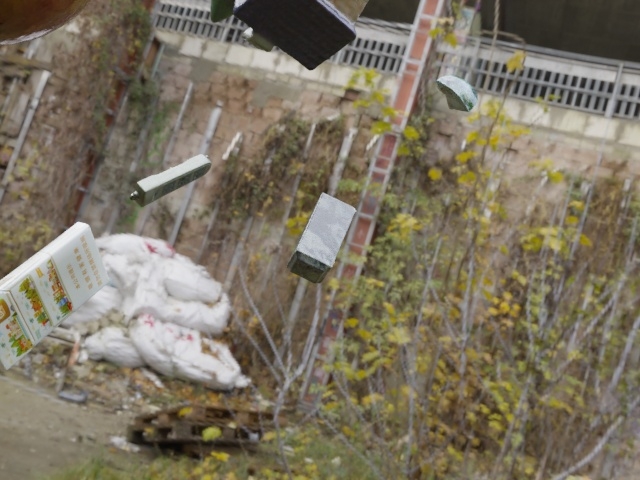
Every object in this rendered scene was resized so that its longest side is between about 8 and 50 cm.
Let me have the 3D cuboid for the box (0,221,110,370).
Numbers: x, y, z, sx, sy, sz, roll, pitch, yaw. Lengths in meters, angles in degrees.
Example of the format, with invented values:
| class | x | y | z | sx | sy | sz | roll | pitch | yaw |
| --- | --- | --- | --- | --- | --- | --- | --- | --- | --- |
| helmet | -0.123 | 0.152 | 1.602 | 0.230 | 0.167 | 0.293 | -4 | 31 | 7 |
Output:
| class | x | y | z | sx | sy | sz | roll | pitch | yaw |
| --- | --- | --- | --- | --- | --- | --- | --- | --- | --- |
| box | -0.422 | 0.080 | 1.023 | 0.032 | 0.220 | 0.122 | 13 | -50 | 26 |

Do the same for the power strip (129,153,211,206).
| class | x | y | z | sx | sy | sz | roll | pitch | yaw |
| --- | --- | --- | --- | --- | --- | --- | --- | --- | --- |
| power strip | -0.439 | -0.186 | 2.011 | 0.048 | 0.286 | 0.080 | 48 | -38 | 10 |

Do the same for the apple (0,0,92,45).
| class | x | y | z | sx | sy | sz | roll | pitch | yaw |
| --- | --- | --- | --- | --- | --- | --- | --- | --- | --- |
| apple | -0.355 | -0.352 | 0.786 | 0.179 | 0.254 | 0.346 | 56 | -12 | 10 |

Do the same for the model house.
| class | x | y | z | sx | sy | sz | roll | pitch | yaw |
| --- | --- | --- | --- | --- | --- | --- | --- | --- | --- |
| model house | -0.062 | -0.486 | 1.264 | 0.245 | 0.280 | 0.312 | 26 | 5 | -43 |

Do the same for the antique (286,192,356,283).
| class | x | y | z | sx | sy | sz | roll | pitch | yaw |
| --- | --- | --- | --- | --- | --- | --- | --- | --- | --- |
| antique | 0.000 | 0.000 | 1.465 | 0.088 | 0.183 | 0.086 | 27 | -34 | -3 |

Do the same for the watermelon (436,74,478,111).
| class | x | y | z | sx | sy | sz | roll | pitch | yaw |
| --- | --- | --- | --- | --- | --- | --- | --- | --- | --- |
| watermelon | 0.245 | -0.268 | 1.237 | 0.085 | 0.085 | 0.061 | 19 | -46 | -10 |
